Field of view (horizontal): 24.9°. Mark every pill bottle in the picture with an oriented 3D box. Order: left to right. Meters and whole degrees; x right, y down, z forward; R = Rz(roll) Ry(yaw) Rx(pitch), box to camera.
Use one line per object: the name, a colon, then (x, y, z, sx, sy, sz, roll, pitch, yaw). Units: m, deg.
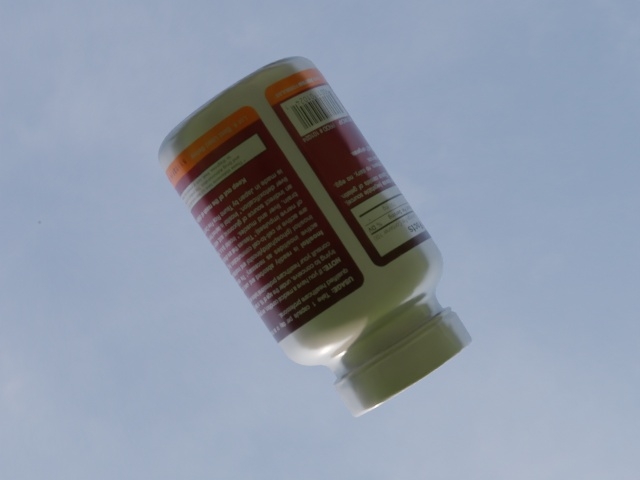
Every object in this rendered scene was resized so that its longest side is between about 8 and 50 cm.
pill bottle: (0.000, 0.000, 0.656, 0.086, 0.086, 0.152, -33, -94, -9)
